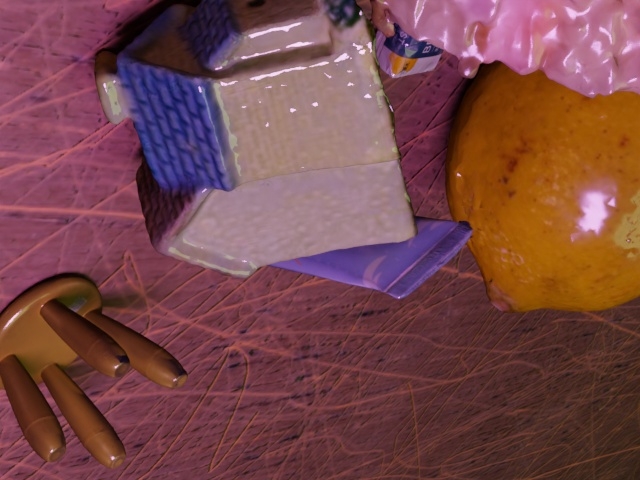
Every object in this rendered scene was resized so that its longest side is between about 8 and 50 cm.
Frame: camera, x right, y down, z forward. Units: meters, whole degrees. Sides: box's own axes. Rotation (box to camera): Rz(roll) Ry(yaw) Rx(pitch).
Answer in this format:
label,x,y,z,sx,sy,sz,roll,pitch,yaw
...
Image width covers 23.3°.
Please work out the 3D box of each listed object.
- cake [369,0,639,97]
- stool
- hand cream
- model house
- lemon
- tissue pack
label,x,y,z,sx,sy,sz,roll,pitch,yaw
cake,0.229,-0.275,1.033,0.293,0.307,0.314,-60,165,-49
stool,-0.185,0.101,1.190,0.134,0.110,0.135,-28,146,-31
hand cream,0.000,0.000,1.181,0.088,0.256,0.055,-38,122,-31
model house,-0.054,-0.100,1.092,0.189,0.195,0.214,-19,133,-2
lemon,0.242,-0.070,1.411,0.310,0.258,0.258,-60,152,1
tissue pack,0.081,-0.178,1.274,0.062,0.042,0.083,-16,140,-49
